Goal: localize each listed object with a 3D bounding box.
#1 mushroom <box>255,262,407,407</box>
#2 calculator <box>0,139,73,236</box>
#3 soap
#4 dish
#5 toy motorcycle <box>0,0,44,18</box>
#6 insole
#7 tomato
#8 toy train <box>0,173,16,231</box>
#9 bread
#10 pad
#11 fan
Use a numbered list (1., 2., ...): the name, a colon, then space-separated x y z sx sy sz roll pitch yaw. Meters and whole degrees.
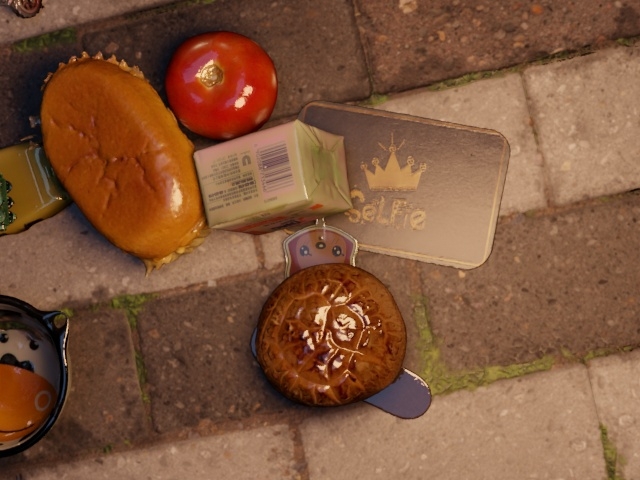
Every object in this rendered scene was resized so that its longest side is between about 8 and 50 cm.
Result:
1. mushroom: 0.015 0.156 1.792 0.253 0.153 0.253 -2 79 12
2. calculator: -0.566 -0.086 1.962 0.236 0.033 0.157 -22 84 8
3. soap: -0.072 -0.097 1.790 0.199 0.182 0.138 -15 81 24
4. dish: -0.542 0.226 1.889 0.303 0.120 0.303 -1 86 9
5. toy motorcycle: -0.526 -0.507 1.944 0.080 0.122 0.215 7 86 36
6. insole: 0.034 0.214 1.862 0.328 0.007 0.111 21 90 9
7. tomato: -0.166 -0.261 1.862 0.195 0.136 0.195 -1 84 11
8. toy train: -0.574 -0.065 1.926 0.064 0.044 0.103 -10 83 15
9. bread: -0.328 -0.144 1.855 0.236 0.183 0.388 -43 81 6
10. pad: 0.112 -0.067 1.843 0.375 0.063 0.315 10 88 10
11. fan: 0.000 0.000 1.868 0.132 0.009 0.220 -1 91 13
